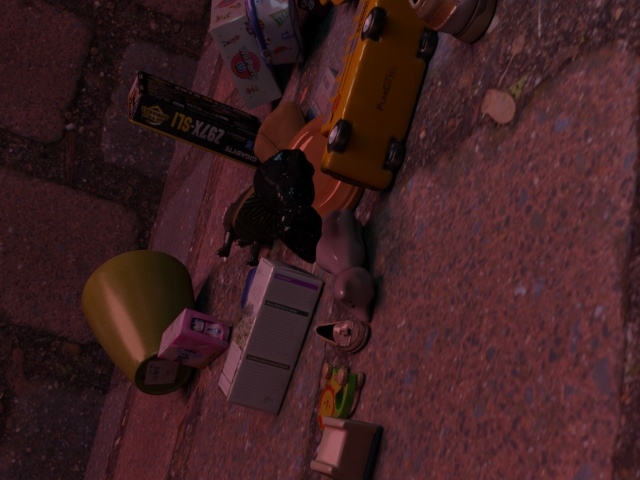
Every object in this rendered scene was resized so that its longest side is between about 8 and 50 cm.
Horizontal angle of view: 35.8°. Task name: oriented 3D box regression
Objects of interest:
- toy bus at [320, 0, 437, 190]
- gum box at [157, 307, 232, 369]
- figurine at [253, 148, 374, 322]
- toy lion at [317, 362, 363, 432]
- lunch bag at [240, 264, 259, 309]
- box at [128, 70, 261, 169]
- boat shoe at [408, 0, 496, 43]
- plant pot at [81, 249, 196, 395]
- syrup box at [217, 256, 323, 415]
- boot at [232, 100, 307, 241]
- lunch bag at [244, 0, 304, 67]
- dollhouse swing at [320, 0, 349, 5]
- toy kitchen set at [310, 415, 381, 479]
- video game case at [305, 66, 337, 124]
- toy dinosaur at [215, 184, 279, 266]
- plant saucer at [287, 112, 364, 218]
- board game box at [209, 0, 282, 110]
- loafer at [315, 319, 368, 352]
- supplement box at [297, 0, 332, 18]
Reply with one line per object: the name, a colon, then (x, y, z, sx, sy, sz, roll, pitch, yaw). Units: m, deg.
toy bus: (0.086, -0.244, 1.511, 0.130, 0.108, 0.332, 176, 111, -72)
gum box: (-0.269, 0.212, 2.130, 0.188, 0.107, 0.062, 137, 147, -57)
figurine: (0.000, 0.000, 1.409, 0.092, 0.215, 0.209, -35, 29, 11)
toy lion: (0.021, 0.221, 1.368, 0.100, 0.034, 0.096, 179, 102, -71)
lunch bag: (-0.102, 0.093, 1.807, 0.065, 0.067, 0.098, 145, 139, -63)
box: (-0.292, -0.288, 2.356, 0.079, 0.322, 0.257, -65, 19, 14)
boat shoe: (0.194, -0.422, 1.372, 0.113, 0.103, 0.302, 138, 146, -57)
plant pot: (-0.404, 0.219, 2.347, 0.274, 0.275, 0.293, -63, 34, 26)
syrup box: (-0.084, 0.155, 1.641, 0.236, 0.096, 0.093, -70, 19, 3)
boot: (-0.089, -0.133, 1.866, 0.236, 0.089, 0.269, -46, 24, 6)
lunch bag: (-0.110, -0.539, 2.206, 0.243, 0.115, 0.303, 73, -171, -66)
dollhouse swing: (0.131, -0.674, 1.903, 0.315, 0.305, 0.347, 66, 159, -3)
toy kitchen set: (-0.010, 0.307, 1.288, 0.207, 0.122, 0.166, -1, 70, 51)
video game case: (0.000, -0.213, 1.887, 0.212, 0.023, 0.193, -111, 43, -63)
toy dinosaur: (-0.133, -0.051, 1.968, 0.313, 0.121, 0.160, 129, 147, -55)
plant saucer: (0.000, -0.120, 1.636, 0.200, 0.037, 0.199, -17, 66, 43)
board game box: (-0.181, -0.485, 2.400, 0.098, 0.224, 0.303, -21, 32, 7)
loafer: (0.028, 0.134, 1.412, 0.125, 0.039, 0.045, 162, 125, -69)
supplement box: (-0.004, -0.610, 2.225, 0.239, 0.073, 0.130, -99, 30, -55)
